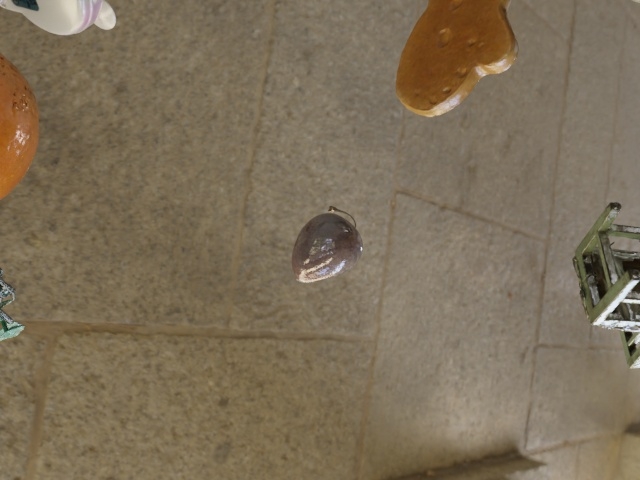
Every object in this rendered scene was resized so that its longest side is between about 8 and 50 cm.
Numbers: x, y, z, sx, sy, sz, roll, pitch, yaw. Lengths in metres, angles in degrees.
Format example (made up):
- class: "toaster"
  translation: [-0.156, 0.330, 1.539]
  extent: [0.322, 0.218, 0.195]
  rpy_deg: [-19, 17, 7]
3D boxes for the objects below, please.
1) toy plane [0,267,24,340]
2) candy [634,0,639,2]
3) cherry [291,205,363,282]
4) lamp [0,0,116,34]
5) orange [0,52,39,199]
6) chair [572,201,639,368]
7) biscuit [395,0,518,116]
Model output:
- class: "toy plane"
  translation: [-0.491, 0.087, 0.967]
  extent: [0.096, 0.060, 0.235]
  rpy_deg: [-37, 152, -15]
- class: "candy"
  translation: [0.440, -0.352, 0.746]
  extent: [0.295, 0.295, 0.185]
  rpy_deg: [-10, 96, -46]
- class: "cherry"
  translation: [-0.003, 0.007, 1.248]
  extent: [0.115, 0.188, 0.148]
  rpy_deg: [23, 95, -34]
- class: "lamp"
  translation: [-0.442, -0.426, 1.064]
  extent: [0.179, 0.246, 0.108]
  rpy_deg: [89, 20, -43]
- class: "orange"
  translation: [-0.730, -0.253, 1.236]
  extent: [0.326, 0.424, 0.424]
  rpy_deg: [-50, 128, -12]
- class: "chair"
  translation: [0.462, 0.078, 1.019]
  extent: [0.270, 0.147, 0.136]
  rpy_deg: [99, -5, -56]
- class: "biscuit"
  translation: [0.127, -0.174, 0.600]
  extent: [0.023, 0.118, 0.140]
  rpy_deg: [27, 93, -45]
